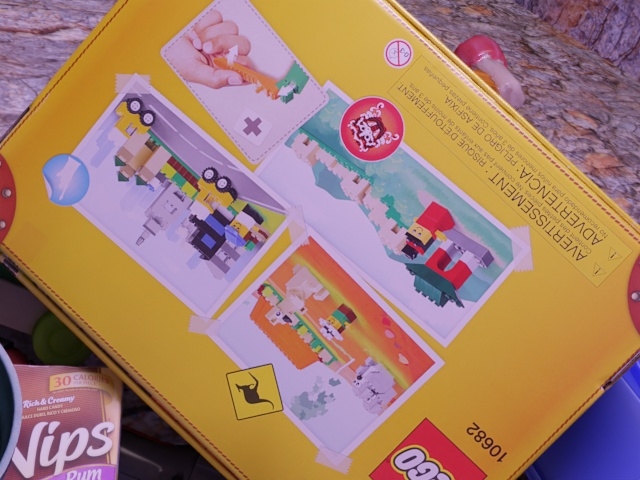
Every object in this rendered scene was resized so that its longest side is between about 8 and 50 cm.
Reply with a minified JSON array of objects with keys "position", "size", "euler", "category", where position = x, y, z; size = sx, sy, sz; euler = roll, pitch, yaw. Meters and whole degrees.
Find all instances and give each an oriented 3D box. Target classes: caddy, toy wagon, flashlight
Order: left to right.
[{"position":[-0.287,0.047,0.883],"size":[0.344,0.068,0.267],"euler":[25,4,-25],"category":"toy wagon"},{"position":[-0.207,0.181,0.800],"size":[0.304,0.103,0.103],"euler":[23,56,-3],"category":"flashlight"},{"position":[0.305,0.242,0.868],"size":[0.241,0.179,0.341],"euler":[30,22,-35],"category":"caddy"}]

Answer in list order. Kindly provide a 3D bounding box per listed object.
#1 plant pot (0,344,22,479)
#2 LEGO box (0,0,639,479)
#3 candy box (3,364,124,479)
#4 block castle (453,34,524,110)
[{"position":[-0.371,0.180,0.596],"size":[0.293,0.196,0.293],"euler":[15,31,-10],"category":"plant pot"},{"position":[0.000,0.000,0.765],"size":[0.500,0.372,0.193],"euler":[44,7,2],"category":"LEGO box"},{"position":[-0.220,0.197,0.702],"size":[0.109,0.053,0.187],"euler":[3,64,-10],"category":"candy box"},{"position":[0.058,-0.210,1.372],"size":[0.453,0.303,0.213],"euler":[9,31,-20],"category":"block castle"}]
